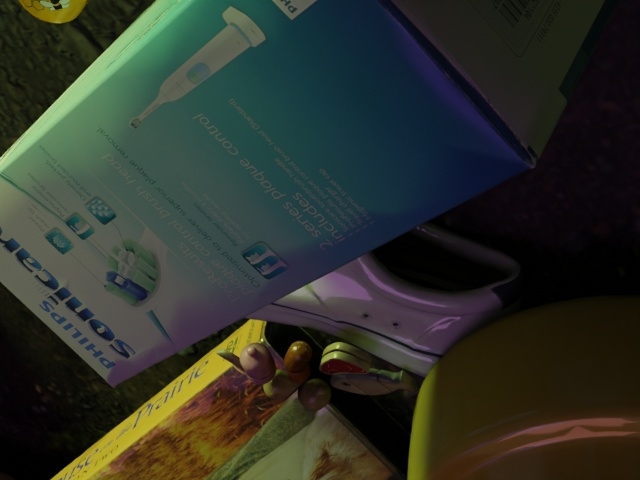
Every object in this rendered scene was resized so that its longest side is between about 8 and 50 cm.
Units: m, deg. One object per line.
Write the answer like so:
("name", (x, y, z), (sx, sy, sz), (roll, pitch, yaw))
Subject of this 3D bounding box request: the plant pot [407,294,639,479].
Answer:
("plant pot", (0.167, 0.198, 0.688), (0.254, 0.239, 0.254), (6, 139, 5))

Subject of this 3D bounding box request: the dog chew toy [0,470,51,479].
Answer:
("dog chew toy", (-0.258, 0.303, 1.140), (0.332, 0.206, 0.206), (-4, 127, 26))

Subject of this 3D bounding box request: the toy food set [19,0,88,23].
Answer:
("toy food set", (-0.178, -0.225, 0.633), (0.232, 0.111, 0.104), (42, 139, -7))

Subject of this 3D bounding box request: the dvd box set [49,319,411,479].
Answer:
("dvd box set", (-0.084, 0.277, 0.969), (0.420, 0.062, 0.307), (-38, 105, 21))

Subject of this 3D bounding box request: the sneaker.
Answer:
("sneaker", (0.000, 0.000, 0.770), (0.258, 0.094, 0.091), (18, 128, 4))

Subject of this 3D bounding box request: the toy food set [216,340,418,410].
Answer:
("toy food set", (-0.009, 0.082, 0.783), (0.078, 0.019, 0.122), (36, 150, -33))

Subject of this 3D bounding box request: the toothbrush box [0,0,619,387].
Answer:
("toothbrush box", (-0.013, -0.082, 0.591), (0.126, 0.216, 0.295), (46, 137, -15))
